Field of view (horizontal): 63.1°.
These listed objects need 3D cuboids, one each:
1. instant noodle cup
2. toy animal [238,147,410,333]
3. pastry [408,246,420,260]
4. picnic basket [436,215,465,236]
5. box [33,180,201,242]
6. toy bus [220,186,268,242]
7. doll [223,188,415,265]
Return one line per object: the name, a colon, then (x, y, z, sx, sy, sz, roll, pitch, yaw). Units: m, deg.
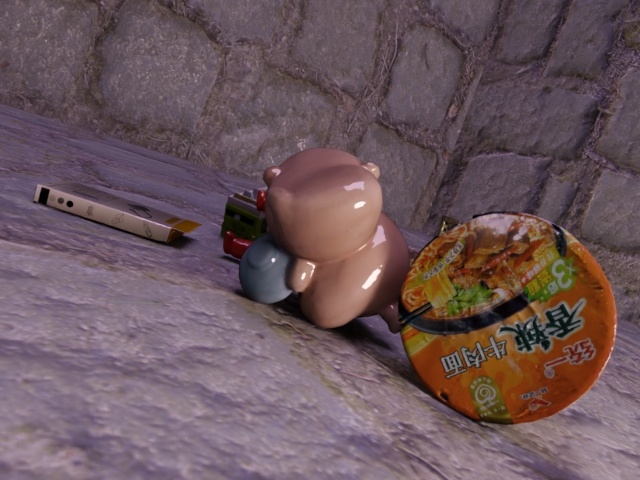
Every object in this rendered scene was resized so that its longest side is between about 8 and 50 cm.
instant noodle cup: (0.235, 0.098, 0.635, 0.230, 0.230, 0.182, 25, 1, 35)
toy animal: (0.018, -0.011, 0.711, 0.229, 0.221, 0.210, 7, 29, -21)
pastry: (0.141, 0.038, 1.173, 0.265, 0.112, 0.103, 31, -22, -17)
picnic basket: (0.287, 0.074, 0.965, 0.154, 0.196, 0.134, 10, 10, -46)
box: (-0.335, -0.046, 0.885, 0.247, 0.033, 0.129, 19, 7, -3)
toy bus: (-0.075, -0.074, 1.141, 0.113, 0.139, 0.301, 23, 26, 29)
doll: (0.033, 0.032, 0.903, 0.384, 0.099, 0.188, 21, 47, 7)
